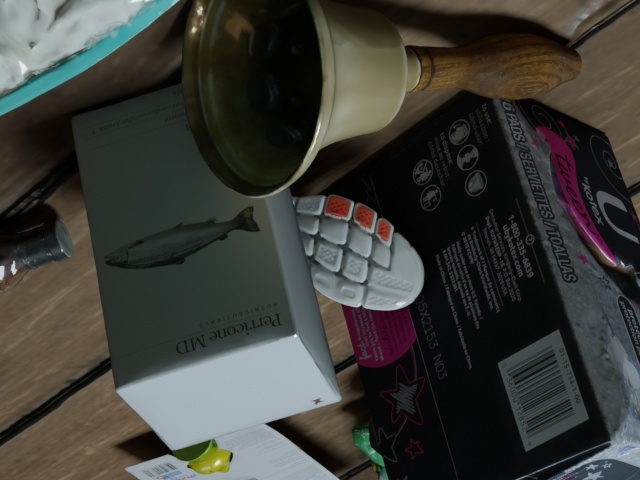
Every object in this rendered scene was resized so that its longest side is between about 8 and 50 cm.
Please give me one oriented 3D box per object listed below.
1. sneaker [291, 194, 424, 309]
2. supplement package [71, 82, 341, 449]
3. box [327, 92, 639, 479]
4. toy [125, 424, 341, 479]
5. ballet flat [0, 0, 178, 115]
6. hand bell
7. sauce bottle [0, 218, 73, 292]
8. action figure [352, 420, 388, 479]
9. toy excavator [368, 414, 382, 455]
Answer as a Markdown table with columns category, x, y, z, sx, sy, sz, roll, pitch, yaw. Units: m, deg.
| category | x | y | z | sx | sy | sz | roll | pitch | yaw |
| --- | --- | --- | --- | --- | --- | --- | --- | --- | --- |
| sneaker | 0.000 | 0.000 | 0.933 | 0.158 | 0.061 | 0.065 | 24 | 179 | 23 |
| supplement package | -0.065 | 0.010 | 0.841 | 0.105 | 0.179 | 0.105 | -17 | 151 | 5 |
| box | 0.125 | 0.055 | 0.932 | 0.163 | 0.247 | 0.142 | -35 | 147 | 32 |
| toy | -0.054 | 0.210 | 1.323 | 0.137 | 0.056 | 0.237 | -21 | 145 | 20 |
| ballet flat | -0.038 | -0.192 | 0.589 | 0.409 | 0.147 | 0.147 | -27 | 148 | 17 |
| hand bell | 0.058 | -0.093 | 0.819 | 0.242 | 0.126 | 0.126 | -6 | 152 | -38 |
| sauce bottle | -0.219 | 0.019 | 0.932 | 0.128 | 0.042 | 0.042 | -20 | 150 | 7 |
| action figure | 0.089 | 0.217 | 1.356 | 0.063 | 0.137 | 0.232 | -12 | 145 | 22 |
| toy excavator | 0.322 | 0.195 | 1.291 | 0.445 | 0.222 | 0.433 | -36 | 131 | -12 |
